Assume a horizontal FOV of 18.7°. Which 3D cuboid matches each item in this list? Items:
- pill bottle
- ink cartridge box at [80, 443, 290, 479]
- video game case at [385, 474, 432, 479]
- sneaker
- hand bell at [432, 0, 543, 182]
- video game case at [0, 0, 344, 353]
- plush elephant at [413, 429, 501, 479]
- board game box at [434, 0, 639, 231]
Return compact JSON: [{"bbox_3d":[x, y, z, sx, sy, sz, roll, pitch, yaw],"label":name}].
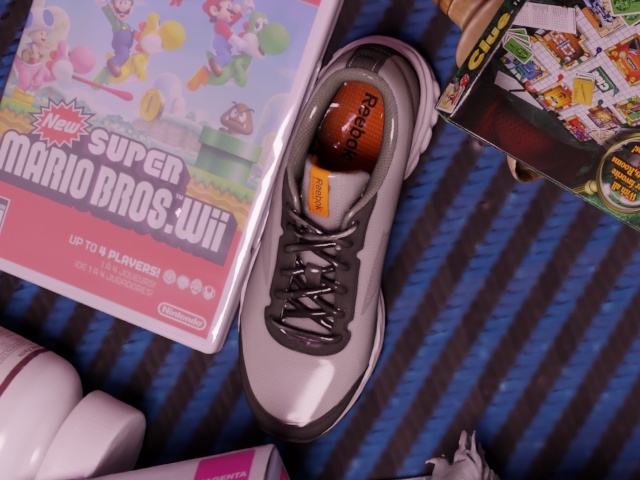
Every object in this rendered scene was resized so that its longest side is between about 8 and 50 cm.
[{"bbox_3d":[-0.238,0.114,1.306,0.221,0.121,0.121,25,99,11],"label":"pill bottle"},{"bbox_3d":[-0.068,0.282,1.258,0.186,0.065,0.311,-12,117,15],"label":"ink cartridge box"},{"bbox_3d":[0.049,0.203,1.293,0.122,0.011,0.087,-9,91,15],"label":"video game case"},{"bbox_3d":[0.000,0.000,1.246,0.100,0.108,0.271,15,98,11],"label":"sneaker"},{"bbox_3d":[0.079,-0.160,1.230,0.242,0.126,0.126,42,102,20],"label":"hand bell"},{"bbox_3d":[-0.115,-0.091,1.312,0.204,0.025,0.285,21,98,13],"label":"video game case"},{"bbox_3d":[0.151,0.294,1.159,0.272,0.330,0.255,-34,112,17],"label":"plush elephant"},{"bbox_3d":[0.203,-0.074,1.147,0.260,0.030,0.136,28,100,-29],"label":"board game box"}]
